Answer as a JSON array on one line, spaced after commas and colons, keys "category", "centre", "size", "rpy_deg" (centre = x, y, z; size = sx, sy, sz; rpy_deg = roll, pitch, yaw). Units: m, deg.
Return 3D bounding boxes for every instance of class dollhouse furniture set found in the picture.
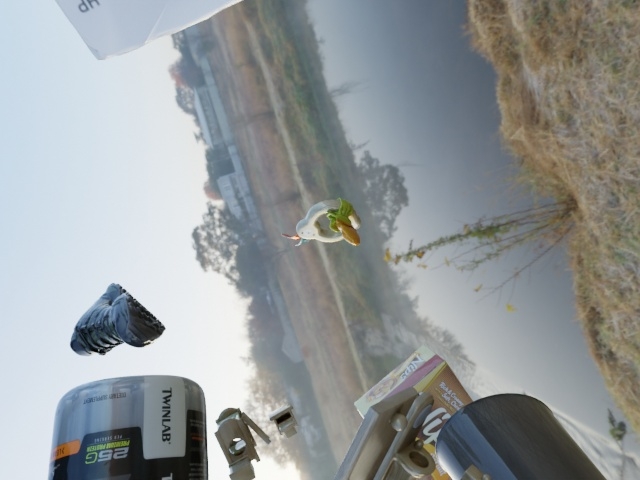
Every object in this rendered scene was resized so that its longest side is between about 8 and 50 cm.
[{"category": "dollhouse furniture set", "centre": [0.109, 0.199, 0.352], "size": [0.151, 0.144, 0.123], "rpy_deg": [34, 112, 35]}, {"category": "dollhouse furniture set", "centre": [-0.121, 0.374, 0.947], "size": [0.101, 0.160, 0.182], "rpy_deg": [64, 166, 2]}]

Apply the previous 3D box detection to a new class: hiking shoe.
[{"category": "hiking shoe", "centre": [-0.312, 0.138, 0.717], "size": [0.086, 0.114, 0.226], "rpy_deg": [50, 159, -23]}]

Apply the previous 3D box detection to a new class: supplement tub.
[{"category": "supplement tub", "centre": [-0.249, 0.367, 0.623], "size": [0.207, 0.206, 0.338], "rpy_deg": [78, -179, -61]}]

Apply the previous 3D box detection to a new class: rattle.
[{"category": "rattle", "centre": [0.000, 0.000, 1.120], "size": [0.130, 0.199, 0.143], "rpy_deg": [43, -151, -56]}]

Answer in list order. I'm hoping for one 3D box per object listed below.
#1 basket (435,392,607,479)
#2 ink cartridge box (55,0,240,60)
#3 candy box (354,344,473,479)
[{"category": "basket", "centre": [0.271, 0.315, 0.548], "size": [0.204, 0.154, 0.227], "rpy_deg": [24, -165, -25]}, {"category": "ink cartridge box", "centre": [-0.028, -0.326, 0.363], "size": [0.395, 0.285, 0.166], "rpy_deg": [-82, -30, -49]}, {"category": "candy box", "centre": [0.230, 0.384, 0.925], "size": [0.317, 0.182, 0.087], "rpy_deg": [54, 172, -15]}]
